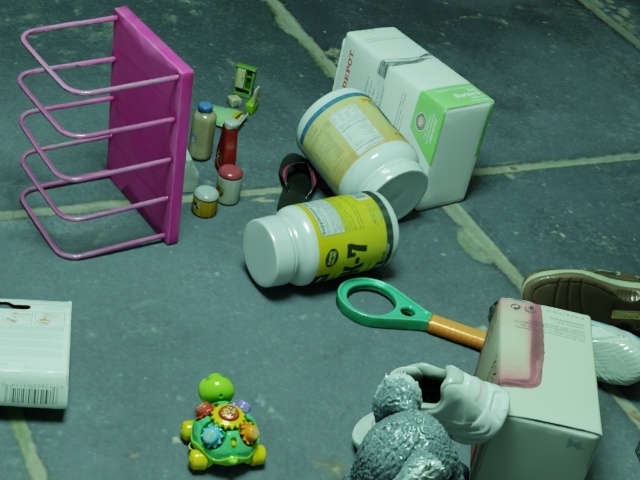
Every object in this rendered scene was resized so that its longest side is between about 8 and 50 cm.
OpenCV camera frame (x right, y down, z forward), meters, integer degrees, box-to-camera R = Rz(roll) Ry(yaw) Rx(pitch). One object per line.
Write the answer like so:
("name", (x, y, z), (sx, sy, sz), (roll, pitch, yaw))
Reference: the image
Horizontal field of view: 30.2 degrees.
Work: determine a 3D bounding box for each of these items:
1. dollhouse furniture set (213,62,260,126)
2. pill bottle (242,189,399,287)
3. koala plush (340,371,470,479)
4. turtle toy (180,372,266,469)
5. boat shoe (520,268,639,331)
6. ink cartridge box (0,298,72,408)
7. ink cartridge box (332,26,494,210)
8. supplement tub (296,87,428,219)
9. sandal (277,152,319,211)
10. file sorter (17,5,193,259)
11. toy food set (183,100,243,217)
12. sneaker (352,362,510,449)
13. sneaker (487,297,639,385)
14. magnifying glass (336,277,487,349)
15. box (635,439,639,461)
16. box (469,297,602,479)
("dollhouse furniture set", (-0.153, -0.254, 2.089), (0.076, 0.059, 0.152), (18, 35, 9))
("pill bottle", (0.000, 0.000, 1.724), (0.208, 0.119, 0.119), (-12, 42, -31))
("koala plush", (0.080, 0.271, 1.273), (0.203, 0.221, 0.196), (7, 35, -8))
("turtle toy", (-0.117, 0.217, 1.423), (0.095, 0.066, 0.130), (-2, 37, -20))
("boat shoe", (0.414, 0.085, 1.777), (0.257, 0.095, 0.095), (11, 20, -13))
("ink cartridge box", (-0.404, 0.135, 1.481), (0.181, 0.056, 0.225), (4, 17, -12))
("ink cartridge box", (0.143, -0.210, 1.999), (0.114, 0.198, 0.273), (-14, 43, -33))
("supplement tub", (0.067, -0.133, 1.900), (0.144, 0.144, 0.200), (-14, 53, -33))
("sandal", (-0.035, -0.095, 1.916), (0.067, 0.040, 0.179), (10, 35, -4))
("file sorter", (-0.318, -0.146, 1.684), (0.182, 0.291, 0.202), (-16, 44, -31))
("toy food set", (-0.185, -0.144, 1.881), (0.111, 0.104, 0.232), (-2, 37, -21))
("sneaker", (0.108, 0.192, 1.399), (0.115, 0.232, 0.090), (41, 46, -22))
("sneaker", (0.351, 0.143, 1.681), (0.237, 0.085, 0.086), (20, 9, 16))
("magnifying glass", (0.133, 0.108, 1.696), (0.231, 0.026, 0.092), (20, 35, 9))
("box", (0.517, 0.334, 1.444), (0.169, 0.087, 0.290), (5, 35, -10))
("box", (0.266, 0.205, 1.492), (0.126, 0.149, 0.232), (13, 34, 1))
